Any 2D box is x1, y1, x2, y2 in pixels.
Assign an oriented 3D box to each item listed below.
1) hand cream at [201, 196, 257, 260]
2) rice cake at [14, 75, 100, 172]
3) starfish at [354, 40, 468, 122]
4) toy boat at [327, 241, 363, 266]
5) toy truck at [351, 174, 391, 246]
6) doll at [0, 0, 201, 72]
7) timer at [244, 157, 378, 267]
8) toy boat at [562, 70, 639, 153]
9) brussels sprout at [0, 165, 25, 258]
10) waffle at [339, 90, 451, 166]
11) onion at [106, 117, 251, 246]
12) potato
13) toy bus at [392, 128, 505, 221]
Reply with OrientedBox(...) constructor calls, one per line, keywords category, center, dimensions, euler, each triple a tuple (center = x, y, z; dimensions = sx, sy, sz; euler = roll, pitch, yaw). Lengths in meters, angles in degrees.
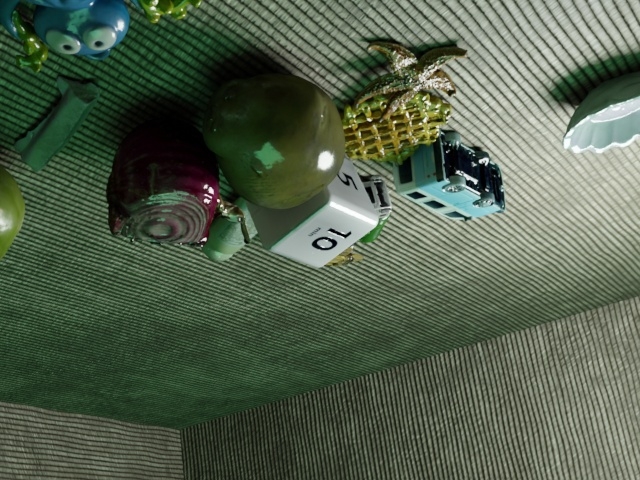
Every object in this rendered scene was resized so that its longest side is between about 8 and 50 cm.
OrientedBox(category="hand cream", center=(-0.182, -0.047, 2.335), dimensions=(0.147, 0.093, 0.306), euler=(3, 154, -37))
OrientedBox(category="rice cake", center=(-0.500, -0.219, 1.863), dimensions=(0.081, 0.051, 0.290), euler=(37, 140, -14))
OrientedBox(category="starfish", center=(0.166, -0.308, 1.870), dimensions=(0.227, 0.043, 0.241), euler=(-40, 135, 23))
OrientedBox(category="toy boat", center=(0.000, 0.000, 2.518), dimensions=(0.115, 0.089, 0.310), euler=(-21, 155, 34))
OrientedBox(category="toy truck", center=(0.106, -0.062, 2.399), dimensions=(0.125, 0.101, 0.242), euler=(-10, 161, -10))
OrientedBox(category="doll", center=(-0.361, -0.367, 1.480), dimensions=(0.346, 0.098, 0.341), euler=(-11, 160, -1))
OrientedBox(category="timer", center=(-0.025, -0.081, 2.131), dimensions=(0.192, 0.194, 0.195), euler=(-37, 147, 23))
OrientedBox(category="toy boat", center=(0.639, -0.278, 2.073), dimensions=(0.290, 0.100, 0.199), euler=(-19, 156, 25))
OrientedBox(category="brussels sprout", center=(-0.714, -0.056, 1.910), dimensions=(0.274, 0.242, 0.316), euler=(9, 156, -23))
OrientedBox(category="waffle", center=(0.137, -0.235, 2.052), dimensions=(0.245, 0.052, 0.254), euler=(6, 152, -28))
OrientedBox(category="onion", center=(-0.294, -0.123, 1.914), dimensions=(0.272, 0.256, 0.230), euler=(-16, 137, -35))
OrientedBox(category="potato", center=(-0.078, -0.189, 1.859), dimensions=(0.243, 0.220, 0.326), euler=(-12, 152, 7))
OrientedBox(category="toy bus", center=(0.291, -0.136, 2.247), dimensions=(0.165, 0.133, 0.271), euler=(-19, 154, 35))
